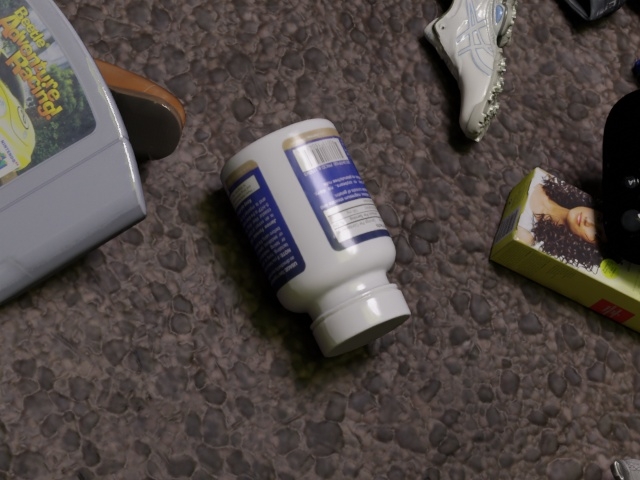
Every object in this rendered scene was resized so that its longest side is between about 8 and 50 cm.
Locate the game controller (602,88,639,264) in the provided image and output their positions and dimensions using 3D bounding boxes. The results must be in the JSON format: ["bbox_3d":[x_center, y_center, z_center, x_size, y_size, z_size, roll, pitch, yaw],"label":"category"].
[{"bbox_3d":[0.412,-0.061,1.742,0.319,0.067,0.166,-1,88,14],"label":"game controller"}]

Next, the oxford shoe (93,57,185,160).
[{"bbox_3d":[-0.217,-0.132,1.682,0.212,0.076,0.076,23,24,-4],"label":"oxford shoe"}]

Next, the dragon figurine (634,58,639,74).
[{"bbox_3d":[0.415,-0.149,1.850,0.144,0.289,0.085,43,78,-21],"label":"dragon figurine"}]

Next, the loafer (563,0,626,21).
[{"bbox_3d":[0.224,-0.315,1.927,0.078,0.076,0.223,-37,89,-38],"label":"loafer"}]

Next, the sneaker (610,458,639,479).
[{"bbox_3d":[0.389,0.196,1.764,0.281,0.105,0.115,-20,77,-28],"label":"sneaker"}]

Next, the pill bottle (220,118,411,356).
[{"bbox_3d":[0.000,0.000,1.681,0.112,0.112,0.187,-20,77,-28],"label":"pill bottle"}]

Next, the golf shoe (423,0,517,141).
[{"bbox_3d":[0.137,-0.174,1.851,0.086,0.069,0.176,9,61,3],"label":"golf shoe"}]

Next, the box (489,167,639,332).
[{"bbox_3d":[0.278,0.025,1.818,0.232,0.058,0.087,25,61,-12],"label":"box"}]

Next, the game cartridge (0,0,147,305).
[{"bbox_3d":[-0.277,-0.108,1.603,0.196,0.060,0.294,-31,82,-8],"label":"game cartridge"}]
